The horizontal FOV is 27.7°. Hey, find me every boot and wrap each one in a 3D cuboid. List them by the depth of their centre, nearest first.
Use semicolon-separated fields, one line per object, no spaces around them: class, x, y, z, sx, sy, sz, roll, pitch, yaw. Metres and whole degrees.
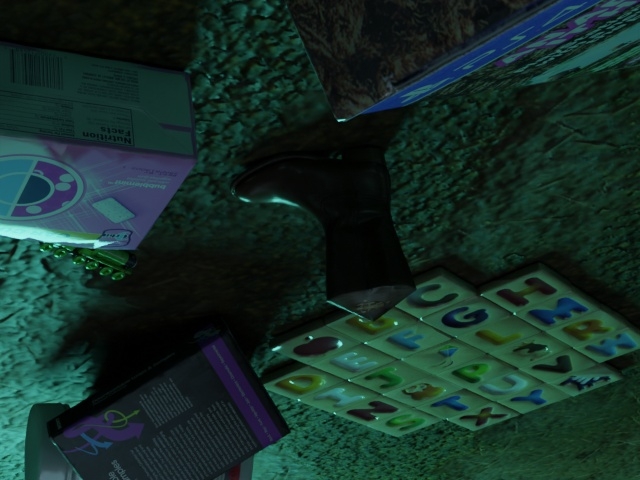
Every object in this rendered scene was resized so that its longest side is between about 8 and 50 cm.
boot;0.000;0.000;0.812;0.107;0.114;0.037;-12;152;6

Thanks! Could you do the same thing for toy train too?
toy train;-0.158;0.006;0.886;0.024;0.017;0.083;-35;143;23

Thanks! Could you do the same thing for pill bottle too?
pill bottle;-0.157;0.181;1.117;0.180;0.107;0.108;3;150;-22

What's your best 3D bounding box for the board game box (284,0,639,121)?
board game box;0.141;-0.160;0.391;0.232;0.141;0.291;-27;174;37

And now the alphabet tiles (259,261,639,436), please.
alphabet tiles;0.124;0.108;1.161;0.285;0.011;0.343;-24;148;28

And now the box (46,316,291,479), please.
box;-0.120;0.149;1.038;0.162;0.029;0.116;-31;120;-6

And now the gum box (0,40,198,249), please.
gum box;-0.166;-0.052;0.723;0.188;0.062;0.107;6;149;-26
